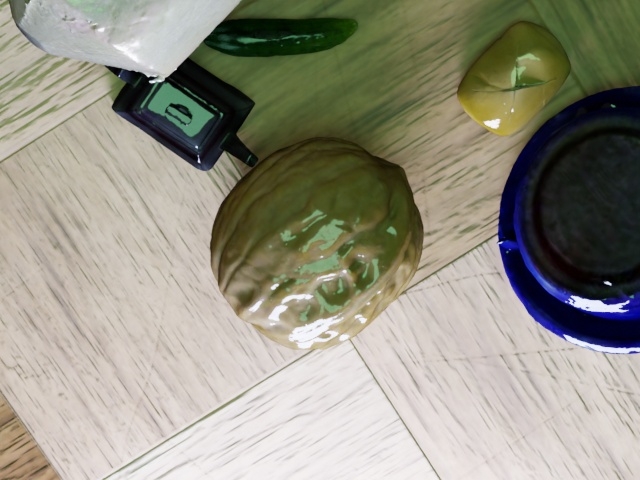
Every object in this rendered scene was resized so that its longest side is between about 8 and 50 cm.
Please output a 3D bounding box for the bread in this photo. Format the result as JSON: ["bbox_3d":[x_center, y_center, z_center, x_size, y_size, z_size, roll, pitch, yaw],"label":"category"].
[{"bbox_3d":[0.193,-0.158,1.740,0.115,0.056,0.082,-43,99,6],"label":"bread"}]

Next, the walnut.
[{"bbox_3d":[0.000,0.000,1.703,0.213,0.213,0.213,0,102,-2],"label":"walnut"}]

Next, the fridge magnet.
[{"bbox_3d":[0.293,-0.022,1.704,0.265,0.112,0.265,-6,76,26],"label":"fridge magnet"}]

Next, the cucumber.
[{"bbox_3d":[-0.046,-0.200,1.731,0.168,0.039,0.039,-3,102,-4],"label":"cucumber"}]

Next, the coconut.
[{"bbox_3d":[-0.181,-0.267,1.602,0.239,0.239,0.244,44,105,-10],"label":"coconut"}]

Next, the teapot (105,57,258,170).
[{"bbox_3d":[-0.136,-0.127,1.712,0.177,0.096,0.087,34,98,-8],"label":"teapot"}]
